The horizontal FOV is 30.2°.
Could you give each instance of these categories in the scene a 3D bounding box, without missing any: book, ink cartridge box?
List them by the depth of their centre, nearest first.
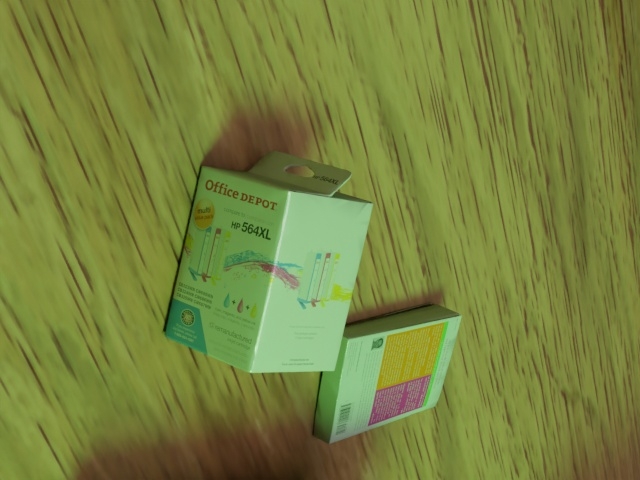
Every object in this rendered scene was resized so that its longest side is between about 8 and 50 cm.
[{"bbox_3d":[-0.035,0.011,0.828,0.090,0.092,0.143,5,99,-49],"label":"ink cartridge box"},{"bbox_3d":[0.057,0.113,1.021,0.144,0.035,0.096,-9,114,-47],"label":"book"}]
